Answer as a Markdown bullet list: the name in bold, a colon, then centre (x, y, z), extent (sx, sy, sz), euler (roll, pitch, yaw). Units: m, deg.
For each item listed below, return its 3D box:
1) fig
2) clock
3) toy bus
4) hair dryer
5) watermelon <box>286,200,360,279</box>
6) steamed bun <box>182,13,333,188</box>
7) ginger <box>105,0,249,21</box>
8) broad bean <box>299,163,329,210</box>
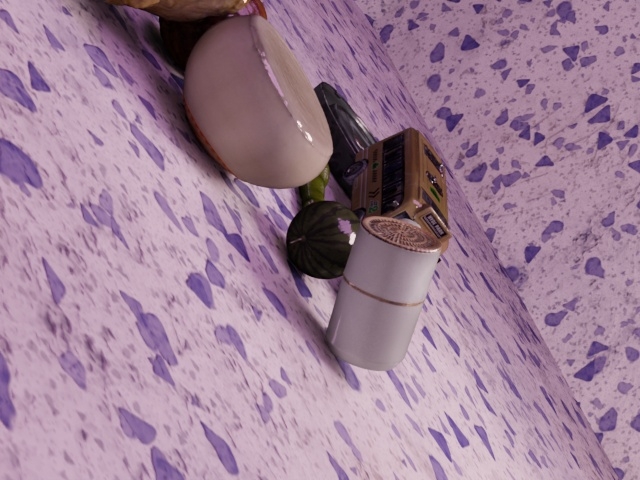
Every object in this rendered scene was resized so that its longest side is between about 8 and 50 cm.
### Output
- **fig**: centre (-0.150, -0.249, 1.795), extent (0.134, 0.146, 0.201), euler (-50, 149, -55)
- **clock**: centre (0.067, -0.157, 2.461), extent (0.312, 0.061, 0.312), euler (53, 13, -17)
- **toy bus**: centre (0.134, -0.059, 2.180), extent (0.139, 0.157, 0.289), euler (51, 23, -23)
- **hair dryer**: centre (0.100, 0.032, 1.728), extent (0.108, 0.173, 0.357), euler (20, 19, 6)
- **watermelon**: centre (0.000, 0.000, 1.704), extent (0.133, 0.105, 0.105), euler (-4, 60, -58)
- **steamed bun**: centre (-0.092, -0.165, 1.658), extent (0.232, 0.145, 0.232), euler (58, 14, -23)
- **ginger**: centre (-0.210, -0.336, 1.581), extent (0.276, 0.130, 0.221), euler (20, 20, -22)
- **broad bean**: centre (-0.006, -0.069, 1.978), extent (0.256, 0.053, 0.052), euler (-98, -170, -63)
